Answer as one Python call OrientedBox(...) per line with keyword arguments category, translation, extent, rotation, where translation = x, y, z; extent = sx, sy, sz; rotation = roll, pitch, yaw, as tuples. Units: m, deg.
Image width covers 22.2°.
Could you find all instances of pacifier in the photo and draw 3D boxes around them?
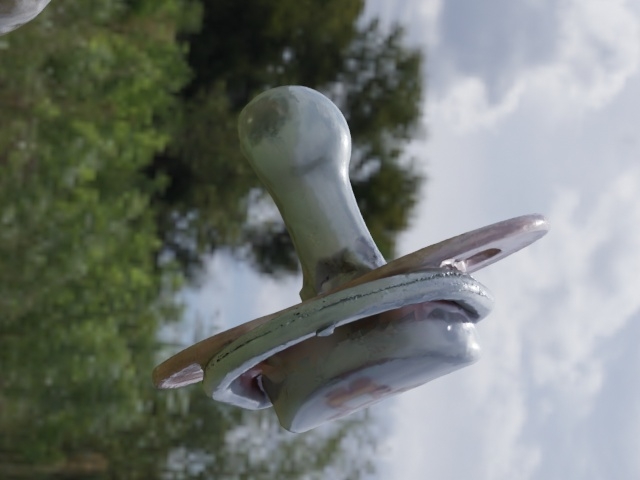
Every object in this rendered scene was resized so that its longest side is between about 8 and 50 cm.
OrientedBox(category="pacifier", translation=(0.015, 0.028, 1.265), extent=(0.220, 0.332, 0.273), rotation=(54, 18, -45))

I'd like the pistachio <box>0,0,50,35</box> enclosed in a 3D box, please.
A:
OrientedBox(category="pistachio", translation=(-0.288, -0.223, 1.169), extent=(0.153, 0.238, 0.137), rotation=(-14, -116, 57))
